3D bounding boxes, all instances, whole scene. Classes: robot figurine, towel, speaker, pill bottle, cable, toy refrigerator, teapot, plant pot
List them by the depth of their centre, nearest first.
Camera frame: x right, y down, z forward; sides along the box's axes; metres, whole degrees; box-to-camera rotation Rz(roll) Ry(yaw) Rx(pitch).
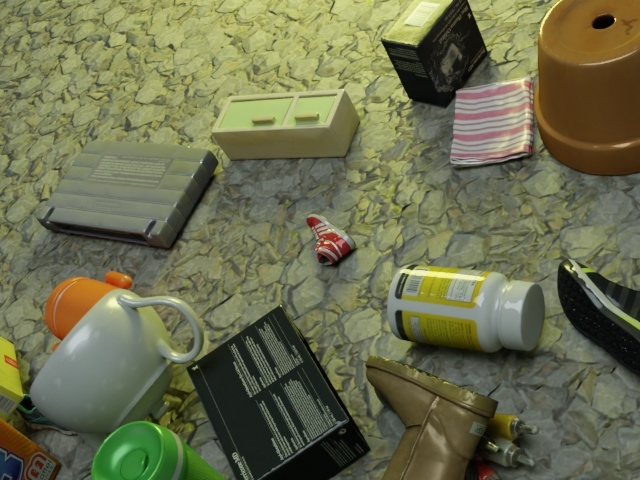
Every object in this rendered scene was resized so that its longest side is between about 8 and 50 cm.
[{"bbox_3d":[-0.182,0.359,1.295,0.131,0.296,0.131,-15,47,17],"label":"speaker"},{"bbox_3d":[0.173,0.273,1.364,0.287,0.072,0.139,21,82,53],"label":"cable"},{"bbox_3d":[0.214,0.102,1.420,0.209,0.119,0.119,5,56,32],"label":"pill bottle"},{"bbox_3d":[-0.315,0.210,1.519,0.187,0.256,0.252,38,69,0],"label":"teapot"},{"bbox_3d":[0.471,-0.279,1.541,0.291,0.203,0.290,-16,46,17],"label":"plant pot"},{"bbox_3d":[0.303,-0.214,1.701,0.144,0.029,0.197,-8,50,23],"label":"towel"},{"bbox_3d":[-0.405,0.135,1.732,0.220,0.128,0.158,13,98,36],"label":"robot figurine"},{"bbox_3d":[-0.071,-0.227,1.875,0.270,0.094,0.102,2,54,30],"label":"toy refrigerator"}]

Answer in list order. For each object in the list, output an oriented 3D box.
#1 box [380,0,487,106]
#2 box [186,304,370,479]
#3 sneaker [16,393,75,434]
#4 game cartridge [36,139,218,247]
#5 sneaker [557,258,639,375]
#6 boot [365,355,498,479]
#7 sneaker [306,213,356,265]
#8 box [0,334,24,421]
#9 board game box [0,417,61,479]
[{"bbox_3d":[0.214,-0.361,1.783,0.093,0.158,0.156,22,67,41],"label":"box"},{"bbox_3d":[-0.070,0.253,1.461,0.184,0.103,0.261,-32,45,-2],"label":"box"},{"bbox_3d":[-0.463,0.293,1.664,0.167,0.076,0.065,-6,51,25],"label":"sneaker"},{"bbox_3d":[-0.396,-0.103,1.978,0.355,0.068,0.230,8,54,34],"label":"game cartridge"},{"bbox_3d":[0.426,0.105,1.348,0.097,0.084,0.234,-18,42,-19],"label":"sneaker"},{"bbox_3d":[0.101,0.306,1.295,0.236,0.089,0.269,15,81,53],"label":"boot"},{"bbox_3d":[0.000,0.000,1.679,0.067,0.042,0.118,-44,48,-15],"label":"sneaker"},{"bbox_3d":[-0.588,0.249,1.726,0.087,0.058,0.232,-54,28,1],"label":"box"},{"bbox_3d":[-0.714,0.410,1.507,0.357,0.356,0.356,2,55,30],"label":"board game box"}]
